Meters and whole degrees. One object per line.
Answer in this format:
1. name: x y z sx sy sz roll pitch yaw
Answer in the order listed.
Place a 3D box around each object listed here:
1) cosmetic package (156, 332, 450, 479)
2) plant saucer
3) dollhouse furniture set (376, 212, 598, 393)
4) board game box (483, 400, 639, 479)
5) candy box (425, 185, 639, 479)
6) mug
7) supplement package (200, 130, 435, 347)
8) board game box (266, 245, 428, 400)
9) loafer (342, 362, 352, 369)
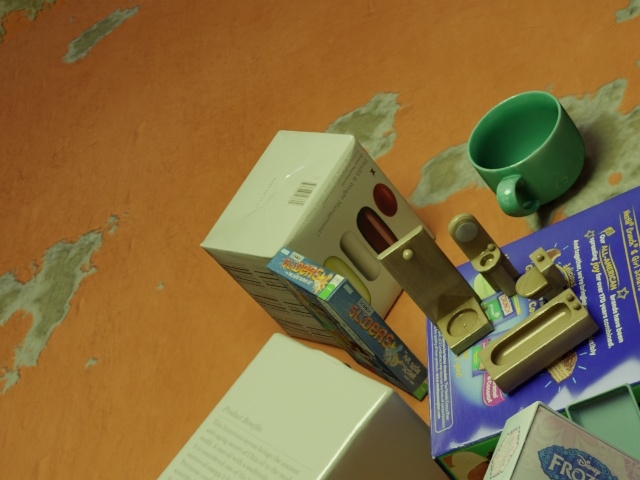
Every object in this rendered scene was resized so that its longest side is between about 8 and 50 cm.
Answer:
1. cosmetic package: -0.084 0.343 1.500 0.453 0.161 0.230 -51 35 -13
2. plant saucer: 0.293 0.232 1.288 0.067 0.018 0.192 -25 76 23
3. dollhouse furniture set: 0.166 0.051 1.394 0.144 0.123 0.151 -36 33 8
4. board game box: 0.236 0.339 1.075 0.318 0.319 0.066 -62 6 -27
5. candy box: 0.275 0.105 1.448 0.317 0.122 0.268 -25 37 24
6. mug: 0.252 -0.095 1.709 0.157 0.097 0.129 -50 36 -11
7. supplement package: 0.000 0.000 1.756 0.149 0.203 0.194 10 59 48
8. board game box: 0.037 0.097 1.615 0.035 0.201 0.136 -49 36 -10
9. loafer: -0.032 0.185 1.712 0.170 0.062 0.061 -25 33 21
